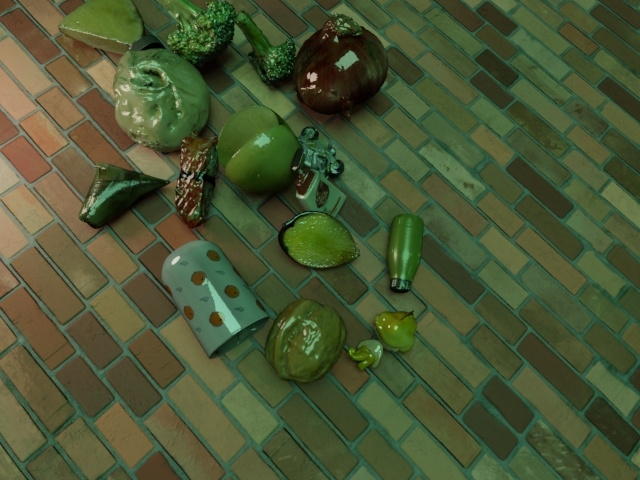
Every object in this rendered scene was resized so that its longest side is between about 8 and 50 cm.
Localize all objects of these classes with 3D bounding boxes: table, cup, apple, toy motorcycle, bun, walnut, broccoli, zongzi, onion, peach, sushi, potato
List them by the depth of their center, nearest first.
[{"bbox_3d":[-0.048,0.300,1.416,0.225,0.257,0.257,18,67,35],"label":"walnut"},{"bbox_3d":[-0.326,0.163,1.439,0.212,0.212,0.317,-33,77,-15],"label":"cup"},{"bbox_3d":[-0.639,-0.128,1.557,0.242,0.112,0.220,13,69,-2],"label":"zongzi"},{"bbox_3d":[-0.198,-0.291,1.567,0.254,0.292,0.292,-40,78,13],"label":"apple"},{"bbox_3d":[-0.002,-0.002,1.577,0.280,0.068,0.188,22,104,-13],"label":"peach"},{"bbox_3d":[-0.411,-0.205,1.578,0.124,0.130,0.331,9,91,2],"label":"sushi"},{"bbox_3d":[-0.542,-0.489,1.631,0.327,0.234,0.361,-11,79,-15],"label":"bun"},{"bbox_3d":[-0.429,-0.742,1.688,0.288,0.260,0.235,-29,74,24],"label":"broccoli"},{"bbox_3d":[-0.027,-0.301,1.699,0.152,0.073,0.225,-33,76,-14],"label":"toy motorcycle"},{"bbox_3d":[0.070,-0.604,1.700,0.354,0.353,0.353,2,71,-5],"label":"onion"},{"bbox_3d":[-0.629,-0.677,1.731,0.133,0.133,0.043,-38,80,-16],"label":"table"},{"bbox_3d":[-0.209,-0.711,1.741,0.275,0.198,0.177,41,92,-25],"label":"broccoli"},{"bbox_3d":[-0.764,-0.767,1.763,0.255,0.112,0.269,39,75,4],"label":"potato"}]

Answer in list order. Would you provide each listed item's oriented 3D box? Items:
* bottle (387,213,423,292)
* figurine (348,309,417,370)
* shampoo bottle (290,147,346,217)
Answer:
[{"bbox_3d":[0.280,0.046,1.592,0.112,0.112,0.259,11,71,-2],"label":"bottle"},{"bbox_3d":[0.203,0.307,1.500,0.246,0.131,0.156,-42,65,-6],"label":"figurine"},{"bbox_3d":[-0.020,-0.172,1.555,0.071,0.284,0.153,20,70,36],"label":"shampoo bottle"}]
